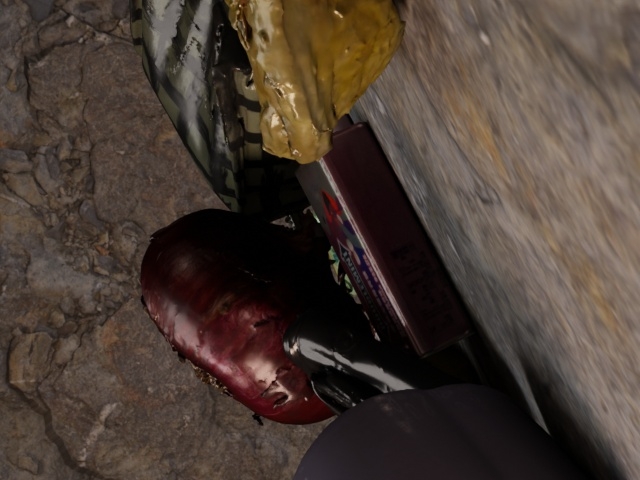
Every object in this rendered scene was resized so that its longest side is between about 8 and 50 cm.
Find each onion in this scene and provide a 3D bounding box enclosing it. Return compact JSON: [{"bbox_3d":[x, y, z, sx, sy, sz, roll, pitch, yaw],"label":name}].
[{"bbox_3d":[-0.061,0.078,1.297,0.314,0.232,0.314,40,-171,-7],"label":"onion"}]

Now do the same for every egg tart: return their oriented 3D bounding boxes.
[{"bbox_3d":[-0.016,-0.152,0.619,0.252,0.098,0.232,76,174,-67],"label":"egg tart"}]

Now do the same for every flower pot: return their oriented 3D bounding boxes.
[{"bbox_3d":[0.120,0.263,0.765,0.243,0.265,0.265,34,154,60],"label":"flower pot"}]

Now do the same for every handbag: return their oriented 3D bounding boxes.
[{"bbox_3d":[0.095,0.190,1.068,0.244,0.088,0.275,26,161,40],"label":"handbag"},{"bbox_3d":[-0.117,-0.225,1.339,0.325,0.162,0.327,58,164,24],"label":"handbag"}]

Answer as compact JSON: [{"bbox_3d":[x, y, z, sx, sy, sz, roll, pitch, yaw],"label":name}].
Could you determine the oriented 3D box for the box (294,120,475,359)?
[{"bbox_3d":[0.057,0.007,1.055,0.224,0.069,0.120,62,165,6],"label":"box"}]

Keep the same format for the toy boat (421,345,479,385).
[{"bbox_3d":[0.116,0.174,1.331,0.321,0.121,0.089,153,96,-89],"label":"toy boat"}]

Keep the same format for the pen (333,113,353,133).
[{"bbox_3d":[0.044,-0.068,1.154,0.053,0.032,0.197,68,176,-72],"label":"pen"}]

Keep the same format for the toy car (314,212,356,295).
[{"bbox_3d":[0.044,0.005,1.718,0.058,0.093,0.186,4,132,36],"label":"toy car"}]

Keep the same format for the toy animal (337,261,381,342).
[{"bbox_3d":[0.090,0.139,1.574,0.260,0.087,0.244,20,-117,-82],"label":"toy animal"}]

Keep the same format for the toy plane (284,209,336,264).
[{"bbox_3d":[-0.010,0.003,1.562,0.262,0.088,0.192,-53,-57,-74],"label":"toy plane"}]
